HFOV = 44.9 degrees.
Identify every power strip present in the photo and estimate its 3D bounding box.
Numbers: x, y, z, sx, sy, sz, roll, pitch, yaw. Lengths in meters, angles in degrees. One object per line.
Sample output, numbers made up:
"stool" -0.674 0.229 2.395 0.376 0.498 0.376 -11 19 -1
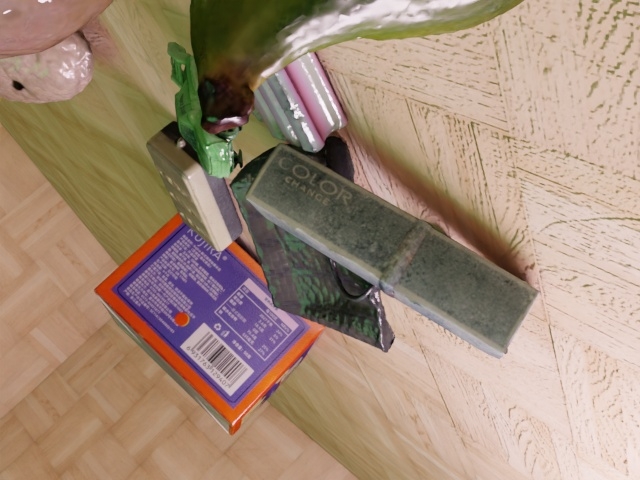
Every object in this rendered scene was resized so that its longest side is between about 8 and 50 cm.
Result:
"power strip" -0.201 -0.083 1.249 0.105 0.070 0.257 38 160 23

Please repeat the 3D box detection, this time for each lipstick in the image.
"lipstick" 0.063 0.006 0.740 0.289 0.078 0.076 32 176 13

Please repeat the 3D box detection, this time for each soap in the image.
"soap" -0.046 -0.162 0.727 0.100 0.056 0.149 25 154 45

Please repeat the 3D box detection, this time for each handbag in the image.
"handbag" 0.000 0.000 0.896 0.175 0.088 0.271 14 129 47

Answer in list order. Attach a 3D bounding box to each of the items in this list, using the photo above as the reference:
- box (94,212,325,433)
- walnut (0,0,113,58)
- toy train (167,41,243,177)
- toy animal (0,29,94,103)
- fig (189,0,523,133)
"box" -0.203 0.157 1.488 0.348 0.257 0.318 42 164 8
"walnut" -0.309 -0.301 0.739 0.248 0.248 0.248 41 162 16
"toy train" -0.130 -0.147 0.880 0.099 0.081 0.149 106 159 -68
"toy animal" -0.497 -0.333 1.172 0.358 0.188 0.226 46 158 0
"fig" 0.008 -0.157 0.313 0.203 0.235 0.203 42 167 12
